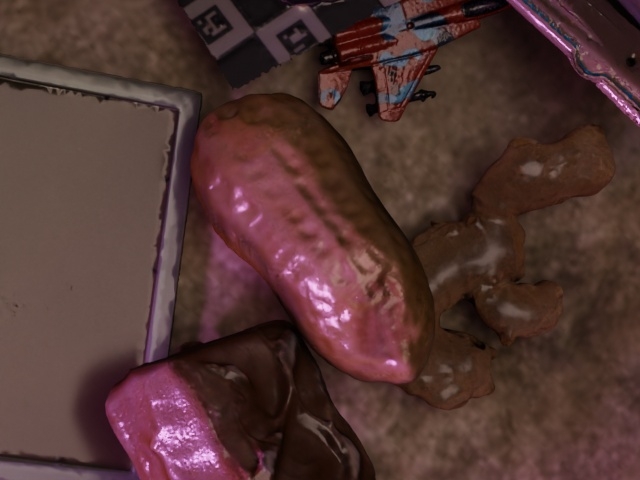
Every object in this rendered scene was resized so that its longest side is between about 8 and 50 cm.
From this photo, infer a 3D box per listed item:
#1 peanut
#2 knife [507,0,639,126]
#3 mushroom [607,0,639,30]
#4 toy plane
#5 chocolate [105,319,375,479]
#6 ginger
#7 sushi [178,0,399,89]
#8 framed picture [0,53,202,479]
[{"bbox_3d":[0.000,0.000,1.311,0.110,0.120,0.236,-26,73,-37],"label":"peanut"},{"bbox_3d":[0.124,-0.205,1.387,0.365,0.043,0.089,42,67,5],"label":"knife"},{"bbox_3d":[0.317,-0.264,1.354,0.260,0.352,0.352,-37,100,-6],"label":"mushroom"},{"bbox_3d":[0.074,-0.160,1.400,0.189,0.061,0.130,-17,92,-26],"label":"toy plane"},{"bbox_3d":[-0.037,0.152,1.274,0.148,0.093,0.214,-16,75,-50],"label":"chocolate"},{"bbox_3d":[0.127,0.021,1.401,0.259,0.065,0.149,-36,103,-11],"label":"ginger"},{"bbox_3d":[-0.033,-0.244,1.326,0.192,0.050,0.215,-30,82,-13],"label":"sushi"},{"bbox_3d":[-0.208,0.021,1.300,0.231,0.018,0.293,10,83,-21],"label":"framed picture"}]
